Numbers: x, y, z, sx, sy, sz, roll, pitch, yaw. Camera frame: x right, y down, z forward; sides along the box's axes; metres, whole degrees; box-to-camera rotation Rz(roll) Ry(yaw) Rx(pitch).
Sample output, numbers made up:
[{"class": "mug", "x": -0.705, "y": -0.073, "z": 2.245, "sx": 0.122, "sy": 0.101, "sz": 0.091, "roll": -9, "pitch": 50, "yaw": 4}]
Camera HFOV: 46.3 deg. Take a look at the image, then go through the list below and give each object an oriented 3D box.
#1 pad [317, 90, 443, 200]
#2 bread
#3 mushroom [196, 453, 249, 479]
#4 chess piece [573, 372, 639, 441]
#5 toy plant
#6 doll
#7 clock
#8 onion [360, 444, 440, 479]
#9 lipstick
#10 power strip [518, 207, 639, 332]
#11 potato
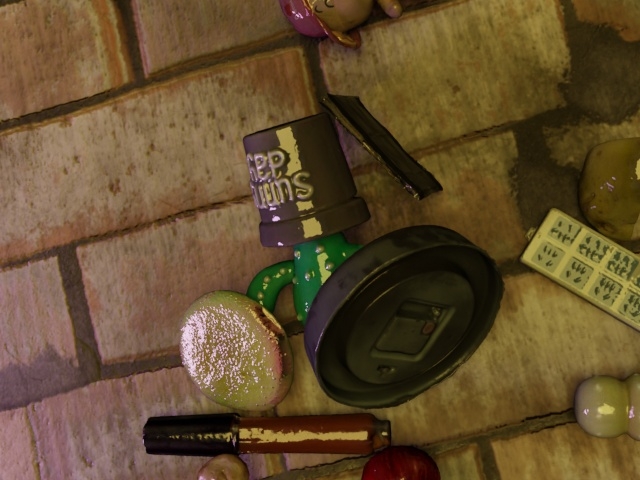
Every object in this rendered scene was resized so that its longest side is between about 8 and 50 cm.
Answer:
[{"class": "pad", "x": 0.104, "y": -0.158, "z": 1.241, "sx": 0.233, "sy": 0.174, "sz": 0.022, "roll": 47, "pitch": 112, "yaw": 8}, {"class": "bread", "x": -0.147, "y": 0.193, "z": 1.257, "sx": 0.228, "sy": 0.033, "sz": 0.228, "roll": 8, "pitch": 110, "yaw": 23}, {"class": "mushroom", "x": -0.133, "y": 0.456, "z": 1.238, "sx": 0.088, "sy": 0.097, "sz": 0.212, "roll": -21, "pitch": 105, "yaw": -27}, {"class": "chess piece", "x": 0.523, "y": 0.261, "z": 1.170, "sx": 0.243, "sy": 0.133, "sz": 0.133, "roll": -2, "pitch": 85, "yaw": 15}, {"class": "toy plant", "x": -0.013, "y": 0.004, "z": 1.236, "sx": 0.279, "sy": 0.185, "sz": 0.400, "roll": -16, "pitch": 99, "yaw": -2}, {"class": "doll", "x": 0.053, "y": -0.440, "z": 1.280, "sx": 0.256, "sy": 0.152, "sz": 0.196, "roll": -27, "pitch": 69, "yaw": 9}, {"class": "clock", "x": 0.128, "y": 0.121, "z": 1.147, "sx": 0.325, "sy": 0.325, "sz": 0.067, "roll": -39, "pitch": 44, "yaw": 3}, {"class": "onion", "x": 0.131, "y": 0.391, "z": 1.206, "sx": 0.131, "sy": 0.131, "sz": 0.131, "roll": -1, "pitch": 85, "yaw": 8}, {"class": "lipstick", "x": -0.091, "y": 0.329, "z": 1.266, "sx": 0.418, "sy": 0.077, "sz": 0.077, "roll": -2, "pitch": 84, "yaw": 6}, {"class": "power strip", "x": 0.502, "y": 0.078, "z": 1.221, "sx": 0.367, "sy": 0.043, "sz": 0.106, "roll": 31, "pitch": 90, "yaw": 10}, {"class": "potato", "x": 0.463, "y": -0.083, "z": 1.193, "sx": 0.081, "sy": 0.120, "sz": 0.149, "roll": 0, "pitch": 77, "yaw": 7}]
